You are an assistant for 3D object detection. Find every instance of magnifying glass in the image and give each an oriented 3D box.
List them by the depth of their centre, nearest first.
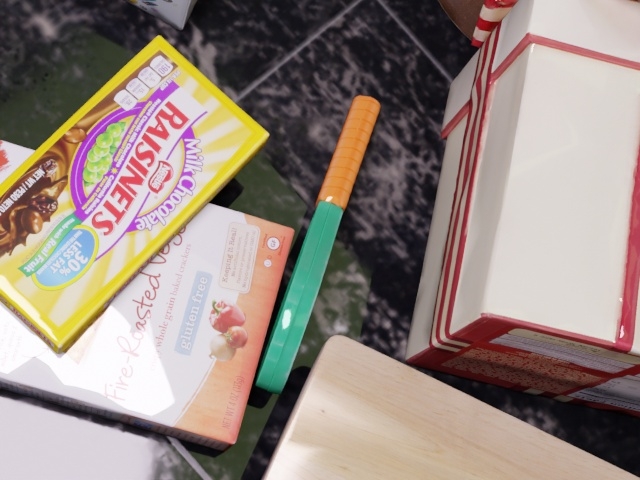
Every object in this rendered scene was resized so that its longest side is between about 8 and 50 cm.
[{"bbox_3d":[0.000,0.000,1.066,0.026,0.092,0.231,18,65,-2],"label":"magnifying glass"}]

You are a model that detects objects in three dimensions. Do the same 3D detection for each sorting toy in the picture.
[{"bbox_3d":[0.064,0.235,1.017,0.257,0.089,0.256,26,75,-3],"label":"sorting toy"}]

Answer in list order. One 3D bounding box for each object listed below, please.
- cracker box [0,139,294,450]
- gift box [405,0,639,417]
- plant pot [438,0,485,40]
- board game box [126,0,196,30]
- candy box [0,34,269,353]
[{"bbox_3d":[-0.150,0.037,1.035,0.232,0.067,0.156,16,75,-5],"label":"cracker box"},{"bbox_3d":[0.217,-0.031,1.011,0.255,0.276,0.258,14,75,-12],"label":"gift box"},{"bbox_3d":[0.200,-0.254,1.072,0.215,0.230,0.215,2,77,-9],"label":"plant pot"},{"bbox_3d":[-0.181,-0.324,1.094,0.303,0.097,0.224,27,75,-4],"label":"board game box"},{"bbox_3d":[-0.139,-0.033,1.005,0.105,0.027,0.206,42,70,0],"label":"candy box"}]
